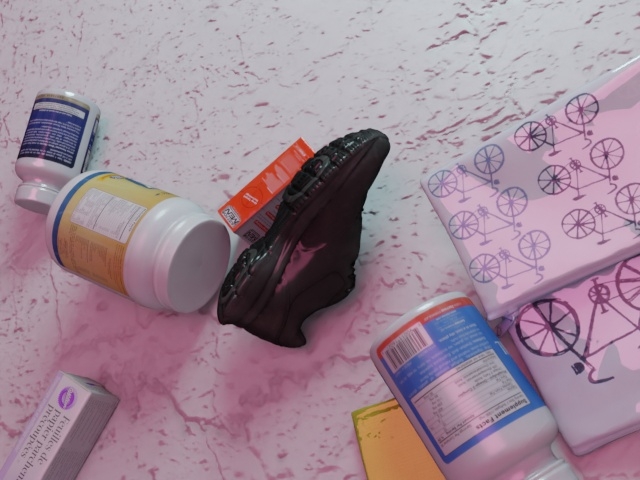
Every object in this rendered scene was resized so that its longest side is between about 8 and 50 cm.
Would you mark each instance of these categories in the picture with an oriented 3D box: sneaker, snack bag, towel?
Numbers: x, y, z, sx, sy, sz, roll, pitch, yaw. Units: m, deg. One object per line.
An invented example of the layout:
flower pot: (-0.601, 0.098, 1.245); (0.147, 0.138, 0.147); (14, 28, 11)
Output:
sneaker: (0.000, 0.000, 0.856); (0.286, 0.130, 0.109); (-54, 18, 11)
snack bag: (0.306, 0.011, 0.719); (0.323, 0.037, 0.342); (-28, 77, 21)
towel: (0.110, 0.281, 0.773); (0.102, 0.021, 0.237); (-19, 65, 7)

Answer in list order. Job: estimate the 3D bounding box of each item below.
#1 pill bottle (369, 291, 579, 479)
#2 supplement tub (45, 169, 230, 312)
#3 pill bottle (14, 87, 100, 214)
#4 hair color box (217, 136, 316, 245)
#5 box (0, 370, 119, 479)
pill bottle: (0.155, 0.172, 0.733); (0.124, 0.124, 0.221); (-35, 67, 6)
supplement tub: (-0.230, 0.002, 0.930); (0.200, 0.144, 0.144); (20, 79, 25)
pill bottle: (-0.385, -0.126, 1.063); (0.094, 0.094, 0.169); (3, 72, 22)
hair color box: (-0.054, -0.058, 0.926); (0.141, 0.072, 0.043); (-41, 63, 2)
box: (-0.369, 0.323, 0.913); (0.063, 0.067, 0.324); (25, 82, 26)
